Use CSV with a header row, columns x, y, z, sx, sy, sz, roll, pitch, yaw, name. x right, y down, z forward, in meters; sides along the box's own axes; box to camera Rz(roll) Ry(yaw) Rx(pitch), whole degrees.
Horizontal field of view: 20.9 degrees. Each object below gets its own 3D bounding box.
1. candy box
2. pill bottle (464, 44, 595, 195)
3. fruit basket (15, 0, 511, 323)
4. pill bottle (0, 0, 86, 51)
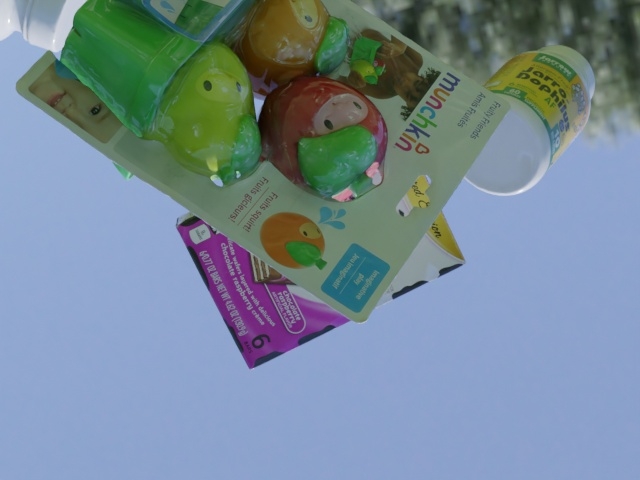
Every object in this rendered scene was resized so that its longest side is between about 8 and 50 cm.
x,y,z,sx,sy,sz,roll,pitch,yaw,name
0.000,0.000,1.656,0.233,0.159,0.071,-27,-171,0,candy box
0.232,-0.142,1.931,0.118,0.117,0.208,0,-155,30,pill bottle
-0.036,-0.132,1.517,0.353,0.165,0.327,31,-131,8,fruit basket
-0.397,-0.311,1.926,0.272,0.152,0.152,23,-145,2,pill bottle
